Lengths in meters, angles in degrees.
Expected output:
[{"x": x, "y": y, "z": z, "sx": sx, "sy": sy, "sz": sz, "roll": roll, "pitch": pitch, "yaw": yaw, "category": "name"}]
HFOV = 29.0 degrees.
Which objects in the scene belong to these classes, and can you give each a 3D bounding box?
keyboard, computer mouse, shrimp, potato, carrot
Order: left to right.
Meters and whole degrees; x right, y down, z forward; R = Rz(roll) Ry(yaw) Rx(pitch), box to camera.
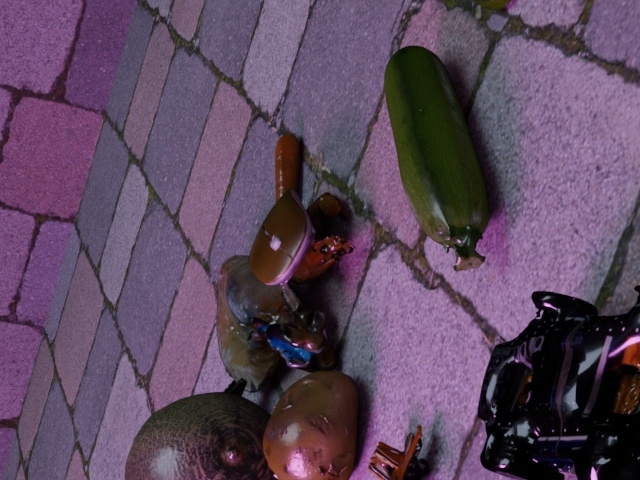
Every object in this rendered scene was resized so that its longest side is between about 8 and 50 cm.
[{"x": -0.173, "y": 0.311, "z": 2.025, "sx": 0.093, "sy": 0.025, "sz": 0.230, "roll": -45, "pitch": -15, "yaw": -39, "category": "keyboard"}, {"x": -0.093, "y": 0.142, "z": 1.946, "sx": 0.446, "sy": 0.110, "sz": 0.221, "roll": -168, "pitch": 80, "yaw": -69, "category": "shrimp"}, {"x": -0.061, "y": -0.008, "z": 1.857, "sx": 0.126, "sy": 0.056, "sz": 0.245, "roll": -59, "pitch": 13, "yaw": 10, "category": "computer mouse"}, {"x": -0.054, "y": -0.064, "z": 2.033, "sx": 0.043, "sy": 0.043, "sz": 0.248, "roll": -38, "pitch": 47, "yaw": 56, "category": "carrot"}, {"x": -0.011, "y": 0.256, "z": 1.671, "sx": 0.137, "sy": 0.137, "sz": 0.176, "roll": -46, "pitch": 36, "yaw": 51, "category": "potato"}, {"x": 0.000, "y": 0.000, "z": 1.853, "sx": 0.249, "sy": 0.068, "sz": 0.150, "roll": -165, "pitch": 93, "yaw": -72, "category": "shrimp"}]

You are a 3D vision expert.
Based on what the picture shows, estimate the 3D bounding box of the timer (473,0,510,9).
[{"x": 0.220, "y": -0.364, "z": 1.548, "sx": 0.140, "sy": 0.047, "sz": 0.128, "roll": -69, "pitch": 26, "yaw": 20, "category": "timer"}]

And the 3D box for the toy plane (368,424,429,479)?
[{"x": 0.099, "y": 0.295, "z": 1.466, "sx": 0.188, "sy": 0.062, "sz": 0.135, "roll": -113, "pitch": 43, "yaw": -73, "category": "toy plane"}]

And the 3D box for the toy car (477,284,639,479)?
[{"x": 0.254, "y": 0.139, "z": 1.138, "sx": 0.301, "sy": 0.118, "sz": 0.193, "roll": -13, "pitch": 59, "yaw": 65, "category": "toy car"}]

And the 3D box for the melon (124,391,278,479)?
[{"x": -0.166, "y": 0.352, "z": 1.823, "sx": 0.329, "sy": 0.249, "sz": 0.248, "roll": 128, "pitch": 147, "yaw": -63, "category": "melon"}]

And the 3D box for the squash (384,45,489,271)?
[{"x": 0.143, "y": -0.107, "z": 1.536, "sx": 0.101, "sy": 0.101, "sz": 0.378, "roll": -58, "pitch": 32, "yaw": 38, "category": "squash"}]
